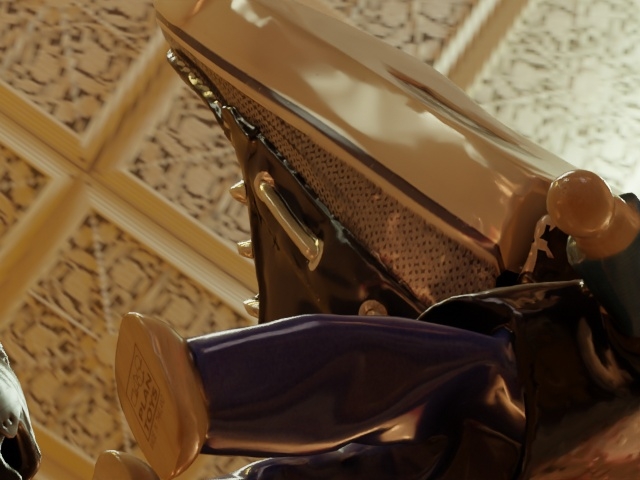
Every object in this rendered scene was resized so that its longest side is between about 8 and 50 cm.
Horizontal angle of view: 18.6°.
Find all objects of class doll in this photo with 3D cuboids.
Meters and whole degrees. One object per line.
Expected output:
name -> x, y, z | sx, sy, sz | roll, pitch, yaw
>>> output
doll -> 0.043, 0.038, 0.469 | 0.189, 0.046, 0.129 | -5, -57, -28

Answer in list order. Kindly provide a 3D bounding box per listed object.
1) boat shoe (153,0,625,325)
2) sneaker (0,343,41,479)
boat shoe -> 0.000, 0.000, 0.806 | 0.127, 0.340, 0.158 | 18, -77, -34
sneaker -> -0.145, 0.068, 0.708 | 0.067, 0.188, 0.078 | -36, -101, 7
